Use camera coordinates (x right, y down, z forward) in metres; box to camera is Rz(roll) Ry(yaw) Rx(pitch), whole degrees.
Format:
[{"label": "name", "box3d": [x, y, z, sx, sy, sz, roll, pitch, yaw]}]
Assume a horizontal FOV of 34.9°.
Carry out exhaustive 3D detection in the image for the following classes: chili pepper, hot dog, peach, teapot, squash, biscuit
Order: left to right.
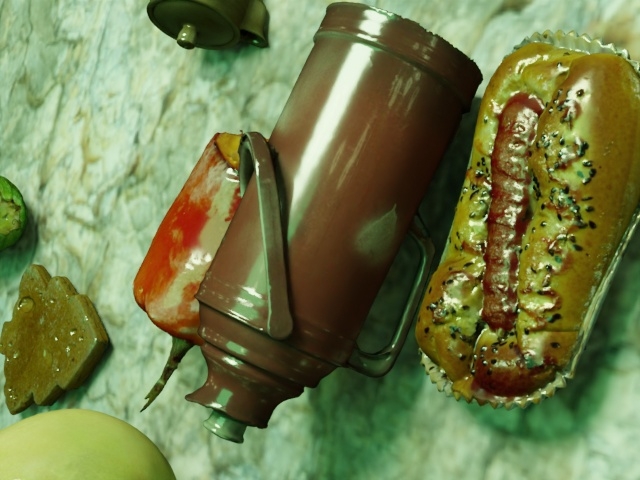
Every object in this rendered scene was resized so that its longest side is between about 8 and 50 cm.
[{"label": "squash", "box3d": [-0.323, -0.015, 0.874, 0.219, 0.068, 0.077, -14, 73, 40]}, {"label": "peach", "box3d": [-0.167, 0.198, 0.622, 0.184, 0.184, 0.184, -11, 74, 40]}, {"label": "biscuit", "box3d": [-0.205, 0.078, 0.782, 0.130, 0.019, 0.119, 0, 81, 42]}, {"label": "chili pepper", "box3d": [-0.070, 0.028, 0.633, 0.192, 0.084, 0.086, -62, 21, 10]}, {"label": "teapot", "box3d": [-0.070, -0.170, 0.669, 0.085, 0.110, 0.080, 14, 72, 0]}, {"label": "hot dog", "box3d": [0.104, -0.009, 0.503, 0.108, 0.059, 0.191, 19, 96, 48]}]

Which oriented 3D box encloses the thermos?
[{"label": "thermos", "box3d": [0.001, 0.000, 0.542, 0.099, 0.124, 0.232, 170, 124, -82]}]
